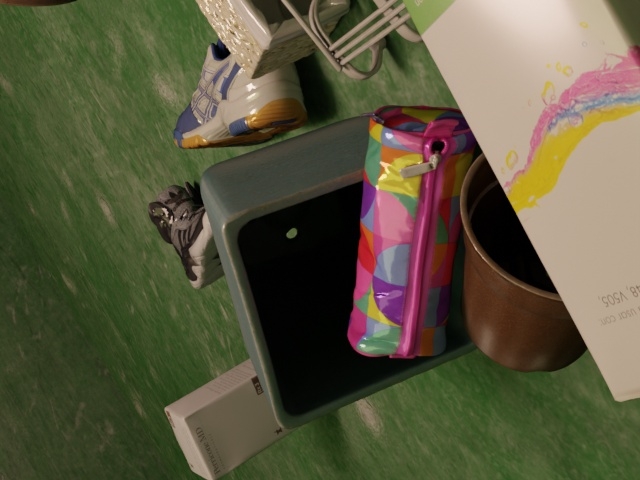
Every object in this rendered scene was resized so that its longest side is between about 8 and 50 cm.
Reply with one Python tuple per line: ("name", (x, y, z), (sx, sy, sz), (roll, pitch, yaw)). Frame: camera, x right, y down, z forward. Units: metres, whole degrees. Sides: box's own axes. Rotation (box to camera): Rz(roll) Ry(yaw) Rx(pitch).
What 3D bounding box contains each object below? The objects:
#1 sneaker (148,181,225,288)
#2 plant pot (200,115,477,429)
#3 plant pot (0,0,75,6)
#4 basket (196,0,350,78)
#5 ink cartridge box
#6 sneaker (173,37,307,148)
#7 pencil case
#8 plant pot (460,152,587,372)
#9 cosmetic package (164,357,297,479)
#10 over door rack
("sneaker", (-0.194, -0.034, 1.416), (0.153, 0.101, 0.268), (51, 154, 12))
("plant pot", (0.000, 0.000, 0.991), (0.252, 0.247, 0.247), (-136, 28, -58))
("plant pot", (-0.444, -0.486, 1.301), (0.263, 0.263, 0.229), (41, 128, 33))
("basket", (-0.065, -0.269, 0.972), (0.167, 0.113, 0.103), (56, 154, 9))
("ink cartridge box", (0.200, -0.059, 0.472), (0.353, 0.207, 0.119), (63, 148, 5))
("sneaker", (-0.105, -0.188, 1.154), (0.296, 0.112, 0.131), (-7, 92, 59))
("pencil case", (0.079, -0.007, 0.816), (0.104, 0.104, 0.236), (30, 125, 45))
("plant pot", (0.190, 0.022, 0.780), (0.167, 0.167, 0.165), (47, 156, 25))
("cosmetic package", (-0.106, 0.254, 1.401), (0.085, 0.231, 0.117), (3, 119, 58))
("over door rack", (-0.006, -0.304, 0.794), (0.324, 0.108, 0.239), (40, 156, -14))
